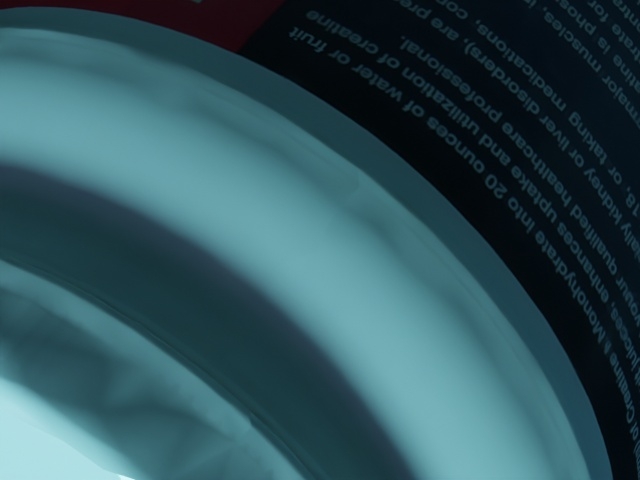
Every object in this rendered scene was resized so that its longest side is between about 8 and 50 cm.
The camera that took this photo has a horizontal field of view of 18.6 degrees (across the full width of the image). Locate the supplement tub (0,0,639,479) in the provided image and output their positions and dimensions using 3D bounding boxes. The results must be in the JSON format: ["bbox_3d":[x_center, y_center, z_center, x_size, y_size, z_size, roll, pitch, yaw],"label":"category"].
[{"bbox_3d":[0.000,0.000,0.450,0.191,0.272,0.191,19,135,21],"label":"supplement tub"}]
